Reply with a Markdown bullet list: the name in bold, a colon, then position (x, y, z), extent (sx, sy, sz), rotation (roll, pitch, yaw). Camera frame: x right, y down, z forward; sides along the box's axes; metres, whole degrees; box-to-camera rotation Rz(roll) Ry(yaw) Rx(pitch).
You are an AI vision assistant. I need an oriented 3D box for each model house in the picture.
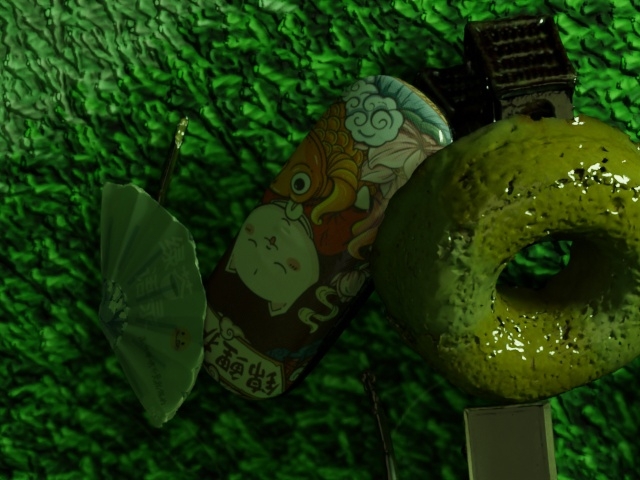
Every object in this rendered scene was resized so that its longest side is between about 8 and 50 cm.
- **model house**: position (0.153, -0.123, 1.701), extent (0.165, 0.106, 0.152), rotation (-8, 86, 4)

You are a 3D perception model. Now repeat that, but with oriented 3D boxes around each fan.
- **fan**: position (-0.158, 0.050, 1.758), extent (0.131, 0.009, 0.240), rotation (-24, 72, 30)

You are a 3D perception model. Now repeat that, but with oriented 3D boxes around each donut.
- **donut**: position (0.186, 0.026, 1.627), extent (0.272, 0.107, 0.272), rotation (-6, 121, -9)

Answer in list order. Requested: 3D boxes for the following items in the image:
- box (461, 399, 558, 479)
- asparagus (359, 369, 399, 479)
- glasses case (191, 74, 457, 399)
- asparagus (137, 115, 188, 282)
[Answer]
- **box**: position (0.167, 0.184, 1.711), extent (0.083, 0.035, 0.079), rotation (-6, 85, 7)
- **asparagus**: position (0.056, 0.178, 1.738), extent (0.018, 0.015, 0.127), rotation (-12, 84, 6)
- **glasses case**: position (0.000, 0.000, 1.702), extent (0.122, 0.082, 0.321), rotation (42, 107, 23)
- **asparagus**: position (-0.148, -0.036, 1.787), extent (0.016, 0.013, 0.166), rotation (15, 87, 20)
